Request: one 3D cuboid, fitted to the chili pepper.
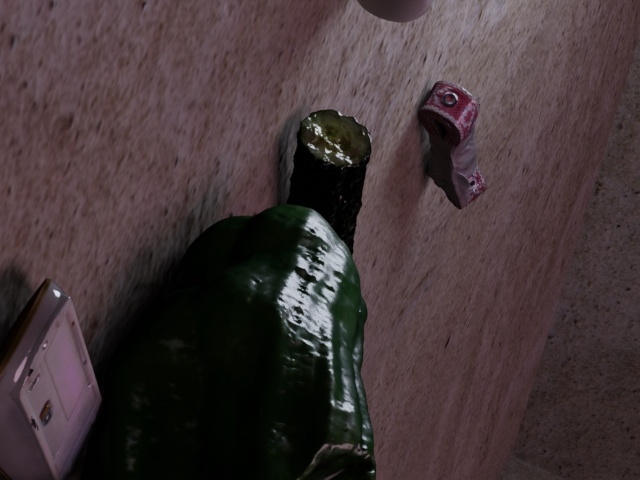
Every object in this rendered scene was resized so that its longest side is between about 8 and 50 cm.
[{"bbox_3d":[-0.073,0.122,1.161,0.213,0.167,0.385,-31,-155,33],"label":"chili pepper"}]

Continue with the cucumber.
[{"bbox_3d":[-0.002,-0.001,1.466,0.072,0.072,0.300,-55,163,-38],"label":"cucumber"}]

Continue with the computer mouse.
[{"bbox_3d":[-0.185,0.098,1.026,0.199,0.045,0.102,91,20,-63],"label":"computer mouse"}]

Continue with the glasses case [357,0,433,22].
[{"bbox_3d":[0.082,-0.282,1.341,0.049,0.074,0.193,-33,143,-64],"label":"glasses case"}]

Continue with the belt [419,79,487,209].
[{"bbox_3d":[0.154,-0.114,1.847,0.053,0.071,0.232,-55,159,-17],"label":"belt"}]
